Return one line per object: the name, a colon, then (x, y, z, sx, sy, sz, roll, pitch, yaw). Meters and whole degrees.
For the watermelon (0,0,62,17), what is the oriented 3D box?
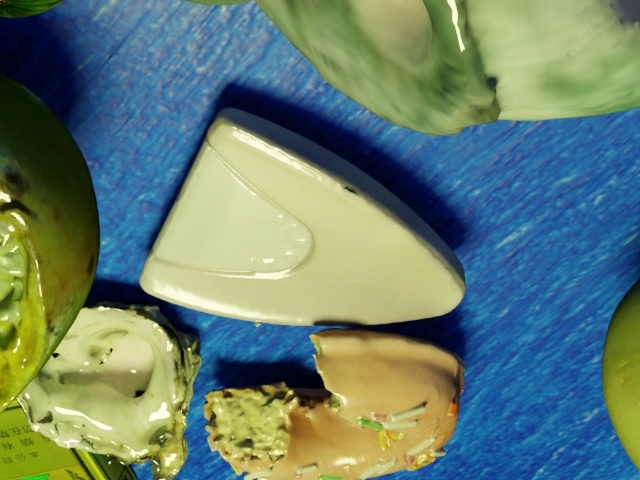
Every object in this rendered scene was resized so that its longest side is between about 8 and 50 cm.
watermelon: (-0.208, -0.187, 1.163, 0.105, 0.062, 0.105, 6, 142, 4)

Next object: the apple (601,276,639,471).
apple: (0.357, 0.107, 1.366, 0.279, 0.279, 0.279, -1, 138, -1)

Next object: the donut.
donut: (0.024, 0.151, 1.495, 0.199, 0.085, 0.233, 13, 149, -33)

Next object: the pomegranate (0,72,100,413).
pomegranate: (-0.316, -0.038, 1.235, 0.310, 0.216, 0.358, -21, 104, 22)

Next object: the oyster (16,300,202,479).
oyster: (-0.174, 0.126, 1.481, 0.163, 0.081, 0.191, -20, 107, -10)

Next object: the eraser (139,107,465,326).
eraser: (0.000, -0.001, 1.375, 0.243, 0.059, 0.204, 18, 134, -15)

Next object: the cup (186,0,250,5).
cup: (-0.064, -0.218, 1.068, 0.199, 0.199, 0.150, 21, 152, -23)

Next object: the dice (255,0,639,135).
dice: (0.094, -0.272, 0.770, 0.348, 0.328, 0.330, -35, 132, -9)

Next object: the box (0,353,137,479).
box: (-0.267, 0.193, 1.582, 0.141, 0.064, 0.220, -13, 135, 11)
